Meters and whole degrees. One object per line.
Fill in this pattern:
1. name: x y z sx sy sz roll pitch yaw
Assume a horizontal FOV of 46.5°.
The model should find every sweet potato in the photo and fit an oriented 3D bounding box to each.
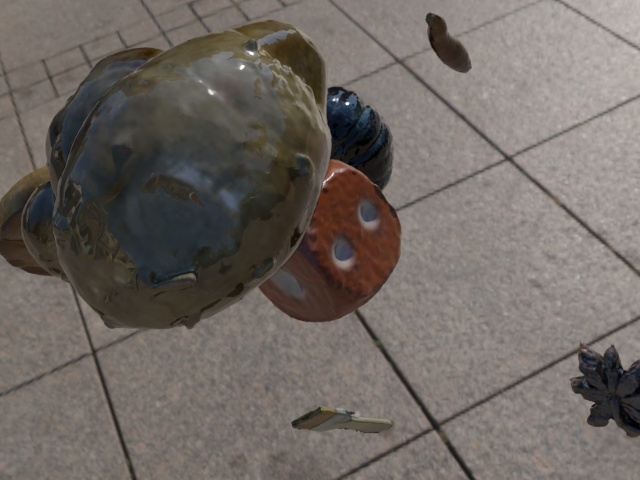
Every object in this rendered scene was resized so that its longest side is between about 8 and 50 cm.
1. sweet potato: 0.254 -0.389 1.493 0.057 0.265 0.057 -5 79 28

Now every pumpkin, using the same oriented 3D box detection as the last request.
1. pumpkin: 0.016 -0.229 1.961 0.364 0.363 0.266 5 42 19

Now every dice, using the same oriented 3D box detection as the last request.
1. dice: 0.000 0.000 1.059 0.174 0.175 0.179 -11 31 52

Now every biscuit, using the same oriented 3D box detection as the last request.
1. biscuit: -0.387 -0.044 1.237 0.297 0.296 0.101 -21 66 -6

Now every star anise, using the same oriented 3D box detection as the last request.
1. star anise: 0.585 0.303 1.420 0.262 0.230 0.081 42 43 21

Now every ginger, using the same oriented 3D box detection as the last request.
1. ginger: -0.119 -0.054 0.555 0.304 0.155 0.244 3 62 58

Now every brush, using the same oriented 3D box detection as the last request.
1. brush: 0.058 0.364 1.492 0.085 0.337 0.020 -33 60 18
